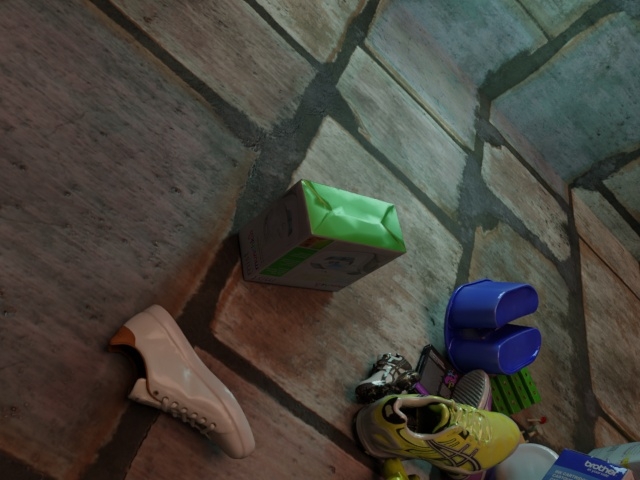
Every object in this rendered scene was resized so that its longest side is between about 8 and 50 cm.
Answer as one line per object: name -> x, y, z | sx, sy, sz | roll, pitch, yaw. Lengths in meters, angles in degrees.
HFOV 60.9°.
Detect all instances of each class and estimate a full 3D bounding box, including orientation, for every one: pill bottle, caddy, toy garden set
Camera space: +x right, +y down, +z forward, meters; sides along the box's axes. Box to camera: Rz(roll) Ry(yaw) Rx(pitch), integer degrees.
pill bottle -> 0.495, 0.606, 1.232 | 0.153, 0.153, 0.264 | -51, 127, -48
caddy -> 0.458, 0.231, 1.482 | 0.341, 0.179, 0.241 | -6, 91, -47
toy garden set -> 0.536, 0.467, 1.499 | 0.244, 0.049, 0.203 | 0, 63, -45

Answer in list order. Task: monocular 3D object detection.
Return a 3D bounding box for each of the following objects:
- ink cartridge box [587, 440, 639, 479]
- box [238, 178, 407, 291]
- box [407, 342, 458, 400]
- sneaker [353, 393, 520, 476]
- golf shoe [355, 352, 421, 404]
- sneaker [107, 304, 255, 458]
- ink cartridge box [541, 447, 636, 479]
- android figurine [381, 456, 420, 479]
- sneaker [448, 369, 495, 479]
ink cartridge box -> 0.910, 0.693, 1.539 | 0.198, 0.270, 0.197 | -3, 67, -45
box -> 0.000, 0.000, 1.139 | 0.262, 0.231, 0.126 | 11, 57, -40
box -> 0.279, 0.349, 1.338 | 0.116, 0.029, 0.162 | 48, 42, -10
sneaker -> 0.268, 0.401, 1.132 | 0.385, 0.147, 0.145 | 9, 54, -21
golf shoe -> 0.133, 0.300, 1.206 | 0.198, 0.077, 0.093 | 3, 48, -48
sneaker -> -0.229, 0.250, 0.865 | 0.290, 0.106, 0.123 | 50, 49, 5
ink cartridge box -> 0.506, 0.603, 1.039 | 0.396, 0.151, 0.269 | -35, 106, -26
android figurine -> 0.200, 0.539, 1.005 | 0.248, 0.056, 0.273 | 50, 6, -30
sneaker -> 0.384, 0.466, 1.318 | 0.161, 0.102, 0.282 | 41, 53, -22
